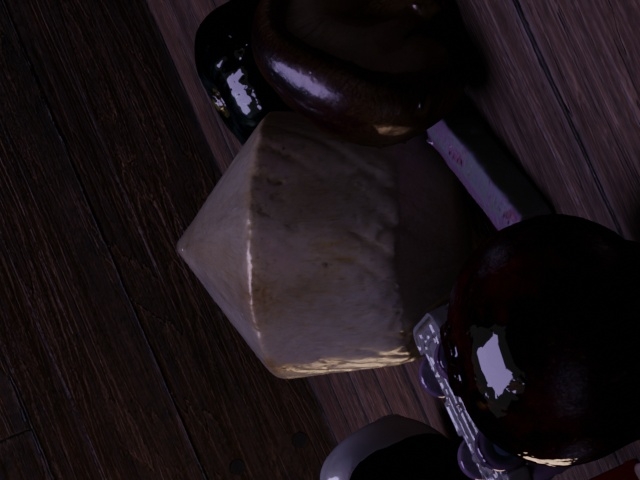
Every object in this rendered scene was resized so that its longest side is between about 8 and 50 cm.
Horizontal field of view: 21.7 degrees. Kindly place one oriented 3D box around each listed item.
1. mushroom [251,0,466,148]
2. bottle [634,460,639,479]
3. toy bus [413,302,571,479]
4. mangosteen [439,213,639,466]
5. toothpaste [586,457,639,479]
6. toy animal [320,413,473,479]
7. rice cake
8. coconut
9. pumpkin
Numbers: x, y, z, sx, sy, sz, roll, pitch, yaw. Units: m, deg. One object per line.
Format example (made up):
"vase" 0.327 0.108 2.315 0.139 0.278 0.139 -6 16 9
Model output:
"mushroom" 0.035 -0.177 1.625 0.138 0.194 0.231 78 177 -45
"bottle" 0.314 0.230 1.454 0.096 0.045 0.045 64 171 9
"toy bus" 0.188 0.144 1.664 0.142 0.142 0.202 110 136 -77
"mangosteen" 0.194 0.076 1.292 0.210 0.210 0.210 157 90 -81
"toothpaste" 0.301 0.341 1.701 0.320 0.076 0.066 79 165 -51
"toy animal" 0.130 0.370 2.354 0.310 0.251 0.251 -104 -7 -76
"rice cake" 0.149 -0.076 1.648 0.290 0.051 0.081 -122 13 -46
"coconut" 0.000 0.000 1.805 0.329 0.329 0.328 157 90 -81
"pumpkin" -0.073 -0.222 2.251 0.233 0.163 0.233 63 172 16
